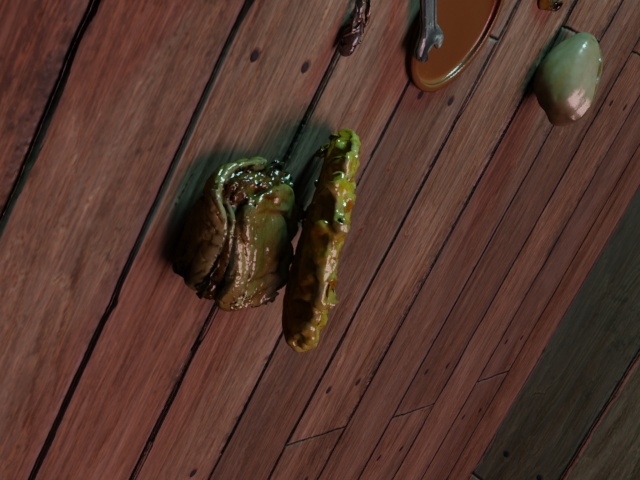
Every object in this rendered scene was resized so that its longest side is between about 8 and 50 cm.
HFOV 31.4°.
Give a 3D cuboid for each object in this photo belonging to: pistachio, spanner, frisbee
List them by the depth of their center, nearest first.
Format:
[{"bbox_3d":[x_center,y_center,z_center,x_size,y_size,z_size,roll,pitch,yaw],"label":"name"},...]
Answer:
[{"bbox_3d":[0.153,-0.380,1.616,0.071,0.017,0.302,-43,147,-27],"label":"spanner"},{"bbox_3d":[0.217,-0.348,1.793,0.251,0.021,0.251,-43,153,-28],"label":"frisbee"},{"bbox_3d":[0.480,-0.311,2.191,0.185,0.124,0.124,-62,155,6],"label":"pistachio"}]

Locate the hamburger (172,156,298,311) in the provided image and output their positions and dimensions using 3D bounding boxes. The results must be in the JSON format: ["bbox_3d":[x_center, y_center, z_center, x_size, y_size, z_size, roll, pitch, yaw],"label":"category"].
[{"bbox_3d":[-0.116,-0.012,1.501,0.183,0.130,0.206,-23,126,-63],"label":"hamburger"}]

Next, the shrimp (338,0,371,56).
[{"bbox_3d":[0.050,-0.294,1.544,0.038,0.029,0.092,-12,127,-56],"label":"shrimp"}]

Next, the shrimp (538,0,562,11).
[{"bbox_3d":[0.453,-0.474,2.052,0.178,0.034,0.124,-38,153,-31],"label":"shrimp"}]

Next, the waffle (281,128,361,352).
[{"bbox_3d":[0.000,0.000,1.605,0.302,0.068,0.325,-97,-157,-76],"label":"waffle"}]
